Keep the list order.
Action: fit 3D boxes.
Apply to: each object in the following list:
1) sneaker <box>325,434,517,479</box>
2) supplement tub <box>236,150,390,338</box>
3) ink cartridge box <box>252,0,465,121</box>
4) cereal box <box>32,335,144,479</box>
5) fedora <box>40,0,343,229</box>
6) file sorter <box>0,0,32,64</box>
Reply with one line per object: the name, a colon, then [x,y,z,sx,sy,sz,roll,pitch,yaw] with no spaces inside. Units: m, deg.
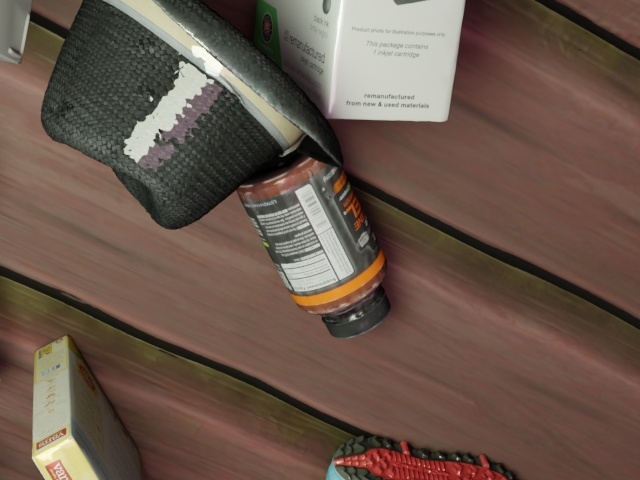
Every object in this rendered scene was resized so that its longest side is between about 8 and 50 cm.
sneaker: [0.121,0.302,1.357,0.261,0.104,0.125,18,124,-9]
supplement tub: [0.000,0.000,1.210,0.106,0.106,0.198,-26,112,3]
ink cartridge box: [0.037,-0.269,1.048,0.121,0.211,0.289,-1,110,-22]
cereal box: [-0.224,0.214,1.188,0.047,0.240,0.173,-26,111,-2]
fedora: [-0.138,-0.112,1.019,0.334,0.334,0.152,40,87,-19]
file sorter: [-0.317,-0.303,0.954,0.173,0.193,0.278,11,91,0]
